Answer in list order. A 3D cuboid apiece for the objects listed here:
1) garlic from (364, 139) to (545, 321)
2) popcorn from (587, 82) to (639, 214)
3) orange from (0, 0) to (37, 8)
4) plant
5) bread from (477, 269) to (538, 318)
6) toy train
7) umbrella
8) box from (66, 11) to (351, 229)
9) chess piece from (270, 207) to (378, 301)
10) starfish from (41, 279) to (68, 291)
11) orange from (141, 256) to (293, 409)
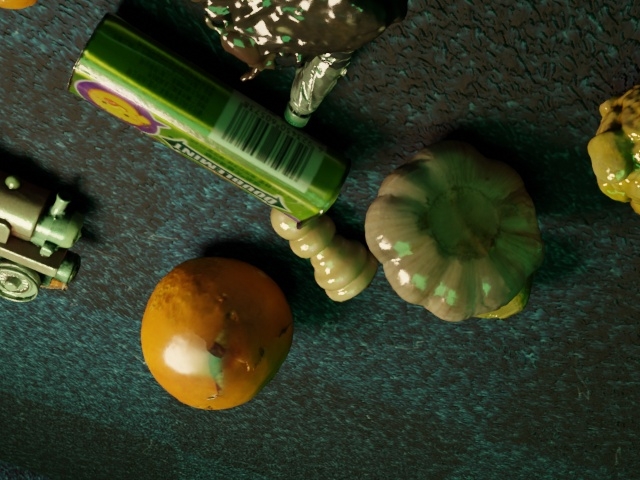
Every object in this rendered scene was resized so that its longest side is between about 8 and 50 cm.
[{"bbox_3d":[0.160,-0.006,1.020,0.219,0.218,0.212,21,174,-2],"label":"garlic"},{"bbox_3d":[0.359,-0.103,0.817,0.163,0.140,0.194,24,156,-21],"label":"popcorn"},{"bbox_3d":[-0.351,-0.303,0.917,0.084,0.083,0.083,12,145,9],"label":"orange"},{"bbox_3d":[-0.029,-0.263,0.743,0.234,0.178,0.204,3,155,39],"label":"plant"},{"bbox_3d":[0.222,0.056,1.134,0.156,0.086,0.125,4,149,25],"label":"bread"},{"bbox_3d":[-0.519,-0.037,1.299,0.304,0.150,0.221,24,132,-16],"label":"toy train"},{"bbox_3d":[0.006,-0.199,0.926,0.046,0.050,0.188,8,148,-20],"label":"umbrella"},{"bbox_3d":[-0.135,-0.138,1.010,0.346,0.097,0.134,30,162,-16],"label":"box"},{"bbox_3d":[0.000,0.000,1.166,0.094,0.094,0.170,-17,125,40],"label":"chess piece"},{"bbox_3d":[-0.608,0.010,1.478,0.299,0.060,0.302,-7,137,35],"label":"starfish"},{"bbox_3d":[-0.163,0.149,1.299,0.246,0.246,0.246,12,145,9],"label":"orange"}]
